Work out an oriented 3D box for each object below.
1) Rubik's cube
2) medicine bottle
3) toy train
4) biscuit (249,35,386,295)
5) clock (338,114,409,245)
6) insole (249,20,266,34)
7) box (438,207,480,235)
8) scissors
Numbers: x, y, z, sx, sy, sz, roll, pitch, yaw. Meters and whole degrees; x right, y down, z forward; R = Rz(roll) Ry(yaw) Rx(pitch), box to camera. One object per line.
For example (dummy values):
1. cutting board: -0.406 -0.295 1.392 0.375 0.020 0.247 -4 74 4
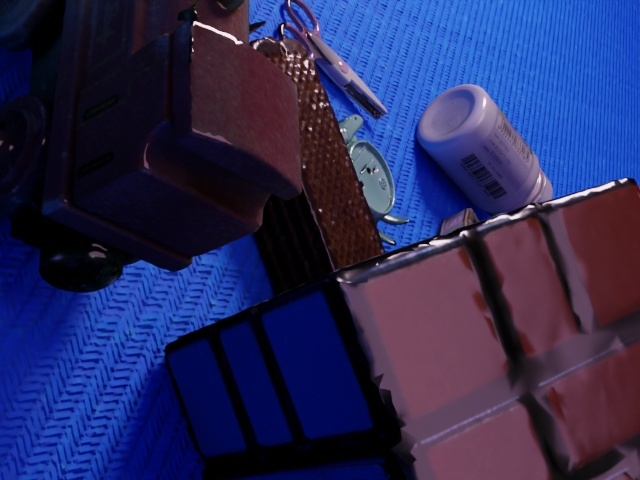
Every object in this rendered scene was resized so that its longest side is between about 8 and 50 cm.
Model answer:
1. Rubik's cube: 0.093 0.143 0.741 0.293 0.288 0.284 -14 83 -30
2. medicine bottle: 0.210 -0.102 1.292 0.186 0.102 0.103 43 41 -34
3. toy train: -0.123 -0.121 0.698 0.150 0.221 0.305 27 51 -44
4. biscuit: 0.000 0.000 0.953 0.107 0.073 0.388 -19 89 -59
5. clock: 0.042 -0.058 1.074 0.135 0.041 0.101 57 34 -18
6. insole: -0.096 -0.170 0.918 0.188 0.064 0.004 -55 131 -59
7. box: 0.185 0.102 1.122 0.180 0.047 0.325 56 20 -14
8. scissors: 0.015 -0.191 1.128 0.176 0.022 0.085 41 40 -33
